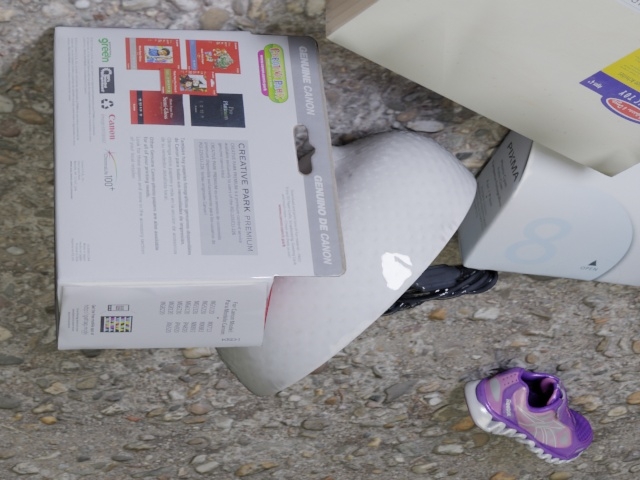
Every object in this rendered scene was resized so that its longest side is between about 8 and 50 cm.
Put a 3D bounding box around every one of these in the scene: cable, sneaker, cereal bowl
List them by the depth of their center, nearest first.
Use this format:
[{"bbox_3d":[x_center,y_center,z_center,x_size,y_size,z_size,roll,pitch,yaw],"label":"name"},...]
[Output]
[{"bbox_3d":[0.000,0.000,1.846,0.141,0.339,0.339,46,127,-11],"label":"cereal bowl"},{"bbox_3d":[0.132,0.063,2.121,0.184,0.047,0.150,-12,170,-30],"label":"cable"},{"bbox_3d":[0.313,0.238,2.423,0.236,0.095,0.104,25,128,-37],"label":"sneaker"}]

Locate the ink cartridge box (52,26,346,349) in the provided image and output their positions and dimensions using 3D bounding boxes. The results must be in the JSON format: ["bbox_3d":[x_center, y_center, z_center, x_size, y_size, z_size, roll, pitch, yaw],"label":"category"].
[{"bbox_3d":[-0.128,-0.054,1.712,0.272,0.309,0.130,0,146,-9],"label":"ink cartridge box"}]

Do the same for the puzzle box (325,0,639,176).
[{"bbox_3d":[0.243,-0.198,1.668,0.409,0.052,0.272,22,144,-35],"label":"puzzle box"}]

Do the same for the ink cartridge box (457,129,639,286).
[{"bbox_3d":[0.367,-0.087,1.943,0.308,0.091,0.385,7,145,-19],"label":"ink cartridge box"}]
